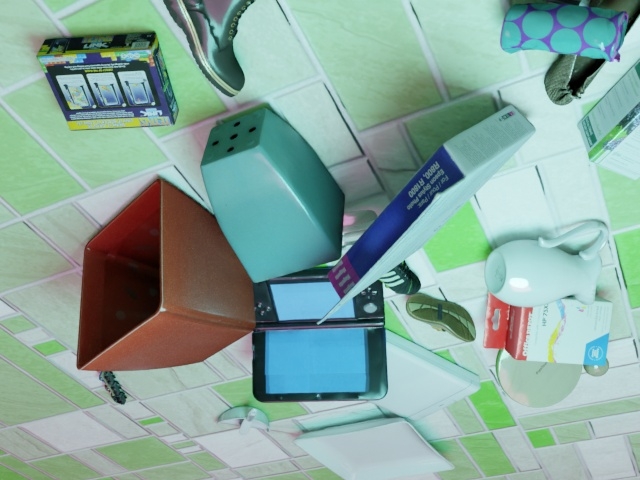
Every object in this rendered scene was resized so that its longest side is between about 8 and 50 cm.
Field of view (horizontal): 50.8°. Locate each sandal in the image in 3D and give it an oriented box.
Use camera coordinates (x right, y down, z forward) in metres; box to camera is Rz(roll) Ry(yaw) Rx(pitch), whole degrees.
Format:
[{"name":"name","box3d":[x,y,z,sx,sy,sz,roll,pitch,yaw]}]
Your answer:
[{"name":"sandal","box3d":[0.251,0.164,1.424,0.180,0.072,0.049,21,150,-18]}]

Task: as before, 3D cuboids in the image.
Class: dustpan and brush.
[{"name":"dustpan and brush","box3d":[-0.192,0.473,1.789,0.147,0.060,0.211,12,137,-10]}]

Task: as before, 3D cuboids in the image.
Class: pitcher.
[{"name":"pitcher","box3d":[0.424,0.040,1.251,0.207,0.125,0.177,2,118,-15]}]

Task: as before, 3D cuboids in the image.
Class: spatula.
[{"name":"spatula","box3d":[0.000,0.000,1.264,0.242,0.019,0.168,-10,157,14]}]

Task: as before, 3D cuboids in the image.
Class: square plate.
[{"name":"square plate","box3d":[0.154,0.586,1.892,0.348,0.049,0.344,-18,136,25]}]

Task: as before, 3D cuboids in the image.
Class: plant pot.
[{"name":"plant pot","box3d":[-0.085,-0.081,1.099,0.166,0.165,0.234,-16,132,20]},{"name":"plant pot","box3d":[-0.270,0.092,1.246,0.236,0.267,0.267,23,136,-40]}]

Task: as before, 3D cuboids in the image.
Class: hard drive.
[{"name":"hard drive","box3d":[0.176,0.324,1.617,0.353,0.047,0.233,30,132,-26]}]

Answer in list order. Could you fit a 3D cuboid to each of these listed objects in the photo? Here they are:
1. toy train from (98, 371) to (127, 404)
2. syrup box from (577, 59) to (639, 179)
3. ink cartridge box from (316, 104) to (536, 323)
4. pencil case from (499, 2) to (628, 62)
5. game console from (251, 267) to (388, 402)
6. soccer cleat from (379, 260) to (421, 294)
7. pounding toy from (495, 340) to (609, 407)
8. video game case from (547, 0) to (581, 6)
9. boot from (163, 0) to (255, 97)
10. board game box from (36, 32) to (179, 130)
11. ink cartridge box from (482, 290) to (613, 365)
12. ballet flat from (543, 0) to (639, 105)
[{"name":"toy train","box3d":[-0.533,0.374,1.723,0.036,0.027,0.158,7,139,11]},{"name":"syrup box","box3d":[0.496,-0.208,0.976,0.096,0.093,0.236,18,136,-16]},{"name":"ink cartridge box","box3d":[0.147,-0.043,1.035,0.071,0.330,0.324,49,132,11]},{"name":"pencil case","box3d":[0.320,-0.274,0.891,0.152,0.064,0.070,14,144,24]},{"name":"game console","box3d":[-0.012,0.197,1.392,0.293,0.173,0.250,-3,138,6]},{"name":"soccer cleat","box3d":[0.143,0.056,1.301,0.179,0.060,0.072,27,135,-34]},{"name":"pounding toy","box3d":[0.485,0.249,1.474,0.237,0.110,0.182,-23,99,1]},{"name":"video game case","box3d":[0.239,-0.422,0.796,0.275,0.035,0.248,10,138,-9]},{"name":"boot","box3d":[-0.117,-0.300,0.925,0.137,0.076,0.198,-18,135,14]},{"name":"board game box","box3d":[-0.315,-0.237,1.019,0.171,0.048,0.141,-1,140,4]},{"name":"ink cartridge box","box3d":[0.457,0.174,1.367,0.231,0.078,0.134,3,97,-2]},{"name":"ballet flat","box3d":[0.386,-0.285,0.923,0.084,0.058,0.249,13,137,-12]}]
